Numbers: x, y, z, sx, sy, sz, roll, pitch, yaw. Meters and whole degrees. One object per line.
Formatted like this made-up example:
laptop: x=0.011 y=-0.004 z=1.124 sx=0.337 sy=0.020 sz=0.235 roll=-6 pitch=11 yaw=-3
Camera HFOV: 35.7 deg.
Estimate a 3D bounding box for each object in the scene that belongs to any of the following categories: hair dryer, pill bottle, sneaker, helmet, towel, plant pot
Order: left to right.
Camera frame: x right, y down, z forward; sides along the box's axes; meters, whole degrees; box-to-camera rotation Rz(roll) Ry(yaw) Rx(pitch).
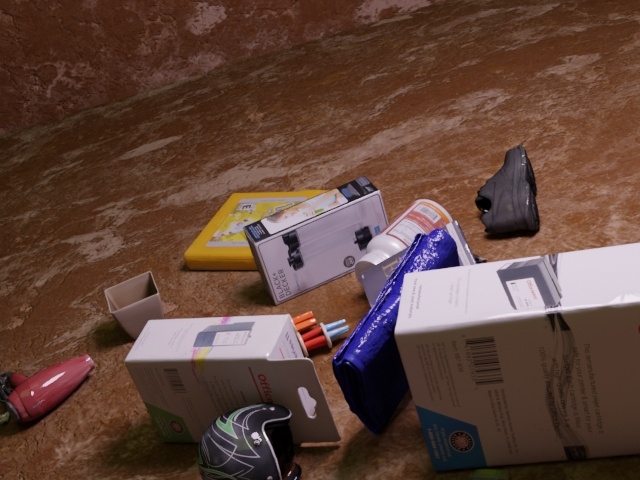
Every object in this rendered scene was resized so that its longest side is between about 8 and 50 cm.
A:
hair dryer: x=-0.606 y=0.293 z=2.035 sx=0.294 sy=0.080 sz=0.223 roll=-15 pitch=29 yaw=4
plant pot: x=-0.391 y=0.148 z=2.142 sx=0.109 sy=0.096 sz=0.109 roll=-23 pitch=29 yaw=-8
helmet: x=-0.116 y=0.348 z=1.595 sx=0.169 sy=0.169 sz=0.161 roll=2 pitch=19 yaw=31
towel: x=0.134 y=0.148 z=1.670 sx=0.076 sy=0.227 sz=0.308 roll=23 pitch=60 yaw=29
pill bottle: x=0.171 y=0.018 z=2.028 sx=0.121 sy=0.121 sz=0.216 roll=13 pitch=42 yaw=42
towel: x=0.250 y=0.378 z=1.498 sx=0.060 sy=0.009 sz=0.083 roll=-3 pitch=32 yaw=26
sneaker: x=0.399 y=-0.112 z=2.146 sx=0.130 sy=0.109 sz=0.286 roll=-14 pitch=27 yaw=19

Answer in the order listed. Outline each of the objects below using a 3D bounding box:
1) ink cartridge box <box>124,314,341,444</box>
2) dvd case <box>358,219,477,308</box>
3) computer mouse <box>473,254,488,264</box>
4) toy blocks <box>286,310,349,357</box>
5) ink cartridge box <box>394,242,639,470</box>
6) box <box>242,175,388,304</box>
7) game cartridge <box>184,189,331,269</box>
ink cartridge box: x=-0.136 y=0.244 z=1.732 sx=0.354 sy=0.207 sz=0.119 roll=-3 pitch=34 yaw=22
dvd case: x=0.191 y=0.082 z=1.865 sx=0.221 sy=0.018 sz=0.164 roll=-30 pitch=59 yaw=17
computer mouse: x=0.246 y=0.080 z=1.969 sx=0.106 sy=0.042 sz=0.193 roll=20 pitch=41 yaw=41
toy blocks: x=-0.026 y=0.177 z=1.937 sx=0.148 sy=0.054 sz=0.123 roll=-22 pitch=30 yaw=-6
ink cartridge box: x=0.340 y=0.180 z=1.502 sx=0.395 sy=0.285 sz=0.166 roll=-8 pitch=31 yaw=16
box: x=0.000 y=0.000 z=2.109 sx=0.290 sy=0.169 sz=0.087 roll=-22 pitch=32 yaw=-10
game cartridge: x=-0.121 y=-0.030 z=2.338 sx=0.324 sy=0.052 sz=0.285 roll=-2 pitch=33 yaw=27
